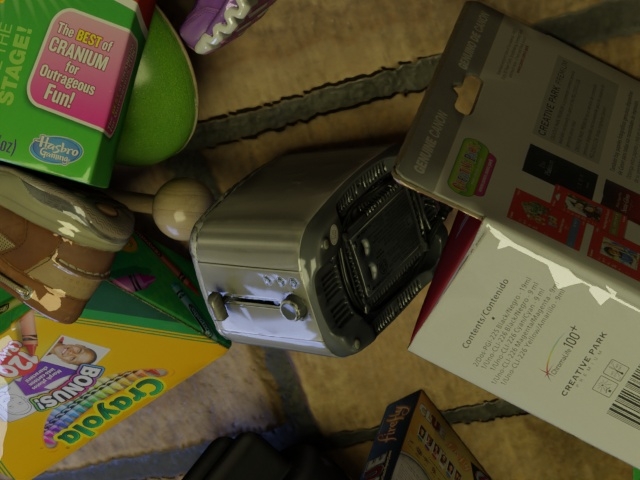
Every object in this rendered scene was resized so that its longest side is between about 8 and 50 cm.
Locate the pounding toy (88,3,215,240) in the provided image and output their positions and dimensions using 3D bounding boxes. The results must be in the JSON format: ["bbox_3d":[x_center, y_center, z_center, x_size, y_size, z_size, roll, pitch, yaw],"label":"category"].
[{"bbox_3d":[-0.194,-0.098,1.614,0.183,0.110,0.237,10,126,40],"label":"pounding toy"}]

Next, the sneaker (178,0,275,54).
[{"bbox_3d":[-0.056,-0.254,1.540,0.104,0.095,0.236,33,118,3],"label":"sneaker"}]

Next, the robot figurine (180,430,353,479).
[{"bbox_3d":[-0.006,0.294,1.797,0.173,0.209,0.278,-43,102,14],"label":"robot figurine"}]

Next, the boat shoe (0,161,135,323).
[{"bbox_3d":[-0.291,-0.023,1.642,0.324,0.123,0.116,25,97,42],"label":"boat shoe"}]

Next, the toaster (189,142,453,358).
[{"bbox_3d":[0.000,0.000,1.611,0.146,0.227,0.129,1,120,35],"label":"toaster"}]

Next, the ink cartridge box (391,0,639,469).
[{"bbox_3d":[0.177,-0.015,1.480,0.272,0.309,0.130,28,123,-1],"label":"ink cartridge box"}]

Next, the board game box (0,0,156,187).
[{"bbox_3d":[-0.241,-0.223,1.527,0.242,0.064,0.316,14,90,7],"label":"board game box"}]

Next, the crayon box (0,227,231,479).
[{"bbox_3d":[-0.233,0.096,1.757,0.278,0.081,0.165,-34,132,29],"label":"crayon box"}]

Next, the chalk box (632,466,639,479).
[{"bbox_3d":[0.383,0.221,1.612,0.289,0.179,0.180,23,131,38],"label":"chalk box"}]

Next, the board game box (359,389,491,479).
[{"bbox_3d":[0.126,0.271,1.748,0.042,0.165,0.243,-29,108,28],"label":"board game box"}]
